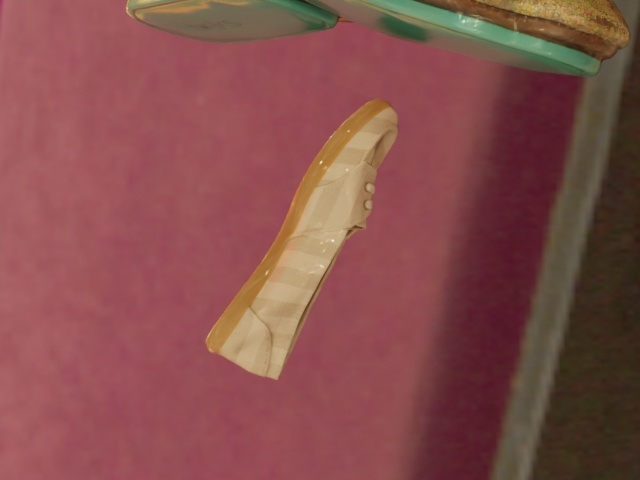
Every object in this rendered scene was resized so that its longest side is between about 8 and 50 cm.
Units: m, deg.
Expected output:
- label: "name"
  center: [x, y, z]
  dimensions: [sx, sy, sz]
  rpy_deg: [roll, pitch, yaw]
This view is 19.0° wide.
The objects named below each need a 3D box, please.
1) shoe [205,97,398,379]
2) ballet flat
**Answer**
- label: "shoe"
  center: [0.000, 0.000, 1.368]
  dimensions: [0.058, 0.076, 0.219]
  rpy_deg: [33, 89, 10]
- label: "ballet flat"
  center: [0.013, -0.144, 0.857]
  dimensions: [0.348, 0.123, 0.123]
  rpy_deg: [14, 99, 57]
